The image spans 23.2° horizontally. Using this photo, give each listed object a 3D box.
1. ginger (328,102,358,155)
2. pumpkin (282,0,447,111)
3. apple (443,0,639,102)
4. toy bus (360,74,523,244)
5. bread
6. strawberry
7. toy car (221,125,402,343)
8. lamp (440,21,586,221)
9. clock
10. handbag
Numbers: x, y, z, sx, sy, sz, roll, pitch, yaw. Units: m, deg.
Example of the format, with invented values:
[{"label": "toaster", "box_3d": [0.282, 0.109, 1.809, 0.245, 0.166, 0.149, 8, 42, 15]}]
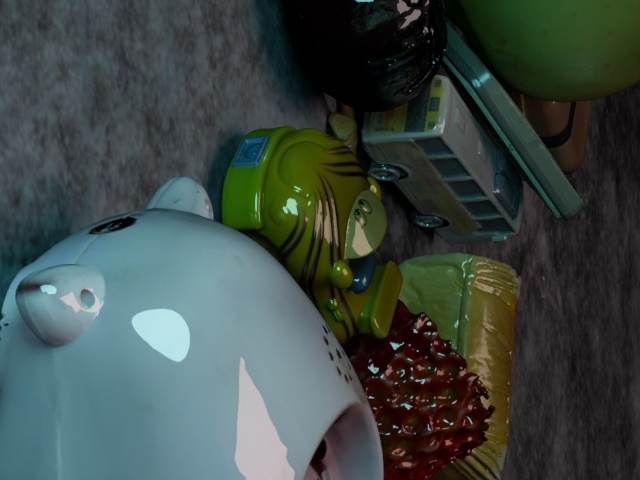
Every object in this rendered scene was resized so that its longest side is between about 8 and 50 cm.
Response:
[{"label": "ginger", "box_3d": [0.030, -0.121, 1.805, 0.048, 0.030, 0.097, 22, 66, -65]}, {"label": "pumpkin", "box_3d": [0.050, -0.253, 1.706, 0.233, 0.163, 0.233, -9, 90, -76]}, {"label": "apple", "box_3d": [0.329, -0.410, 1.970, 0.474, 0.474, 0.473, -3, 90, -66]}, {"label": "toy bus", "box_3d": [0.153, -0.098, 1.945, 0.342, 0.138, 0.097, 42, 49, -57]}, {"label": "bread", "box_3d": [0.157, 0.155, 1.909, 0.119, 0.153, 0.288, 37, 53, -53]}, {"label": "strawberry", "box_3d": [0.052, 0.180, 1.696, 0.178, 0.234, 0.234, -34, 123, -27]}, {"label": "toy car", "box_3d": [0.000, 0.000, 1.585, 0.248, 0.142, 0.200, 66, 30, -41]}, {"label": "lamp", "box_3d": [0.224, -0.173, 2.011, 0.266, 0.047, 0.269, 51, 6, -32]}, {"label": "clock", "box_3d": [-0.100, 0.162, 1.211, 0.368, 0.251, 0.376, -43, 126, -60]}, {"label": "handbag", "box_3d": [0.309, -0.269, 2.312, 0.283, 0.149, 0.301, 57, 39, -45]}]
